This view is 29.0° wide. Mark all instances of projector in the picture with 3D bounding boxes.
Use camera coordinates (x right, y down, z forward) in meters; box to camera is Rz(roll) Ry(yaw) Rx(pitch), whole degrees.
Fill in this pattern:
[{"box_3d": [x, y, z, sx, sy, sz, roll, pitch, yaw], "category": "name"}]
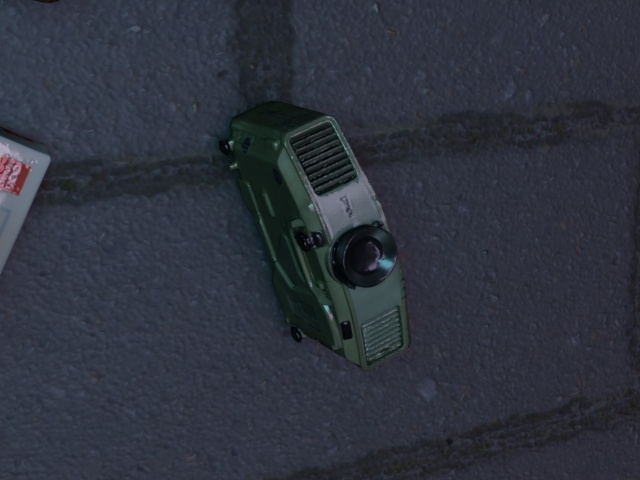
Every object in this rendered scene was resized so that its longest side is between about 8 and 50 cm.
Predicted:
[{"box_3d": [0.000, 0.000, 1.261, 0.088, 0.193, 0.270, -28, 113, -20], "category": "projector"}]

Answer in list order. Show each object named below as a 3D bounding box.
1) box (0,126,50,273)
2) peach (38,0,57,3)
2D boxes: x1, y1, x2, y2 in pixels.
[{"box_3d": [-0.364, 0.009, 1.129, 0.135, 0.079, 0.269, 24, 89, -31], "category": "box"}, {"box_3d": [-0.267, -0.369, 0.958, 0.257, 0.201, 0.362, -3, 96, 17], "category": "peach"}]
